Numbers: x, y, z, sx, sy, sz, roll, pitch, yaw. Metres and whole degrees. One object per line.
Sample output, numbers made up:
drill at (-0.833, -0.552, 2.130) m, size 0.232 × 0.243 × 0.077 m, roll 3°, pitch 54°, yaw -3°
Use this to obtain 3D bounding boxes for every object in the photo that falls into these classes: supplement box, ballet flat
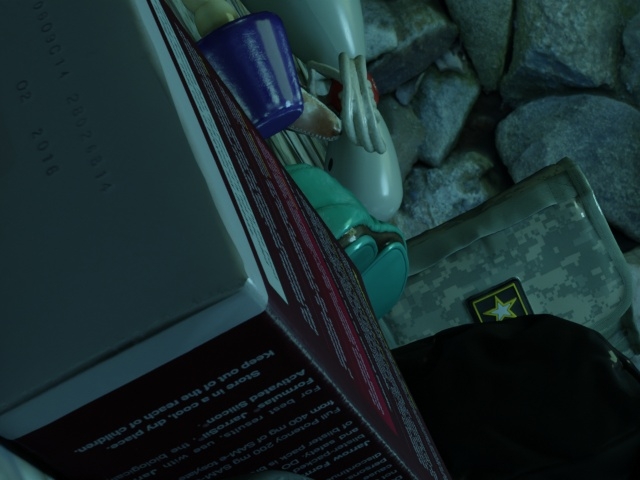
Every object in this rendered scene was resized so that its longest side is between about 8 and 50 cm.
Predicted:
supplement box at (-0.029, 0.026, 0.457) m, size 0.130 × 0.073 × 0.239 m, roll 66°, pitch 7°, yaw 32°
ballet flat at (0.000, 0.000, 0.919) m, size 0.087 × 0.083 × 0.247 m, roll 48°, pitch 0°, yaw 13°

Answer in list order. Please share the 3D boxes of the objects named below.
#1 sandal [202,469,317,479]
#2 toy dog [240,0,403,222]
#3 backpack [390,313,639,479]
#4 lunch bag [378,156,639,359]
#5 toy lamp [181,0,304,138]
sandal at (0.021, 0.130, 0.448) m, size 0.254 × 0.054 × 0.097 m, roll 45°, pitch 39°, yaw -46°
toy dog at (-0.039, -0.176, 1.340) m, size 0.220 × 0.161 × 0.333 m, roll 58°, pitch 20°, yaw -68°
backpack at (0.070, 0.112, 0.642) m, size 0.182 × 0.152 × 0.115 m, roll 76°, pitch 0°, yaw -55°
lunch bag at (0.170, 0.055, 1.442) m, size 0.169 × 0.235 × 0.287 m, roll 67°, pitch 7°, yaw 27°
toy lamp at (-0.094, -0.192, 1.005) m, size 0.274 × 0.080 × 0.080 m, roll 63°, pitch 5°, yaw 10°
